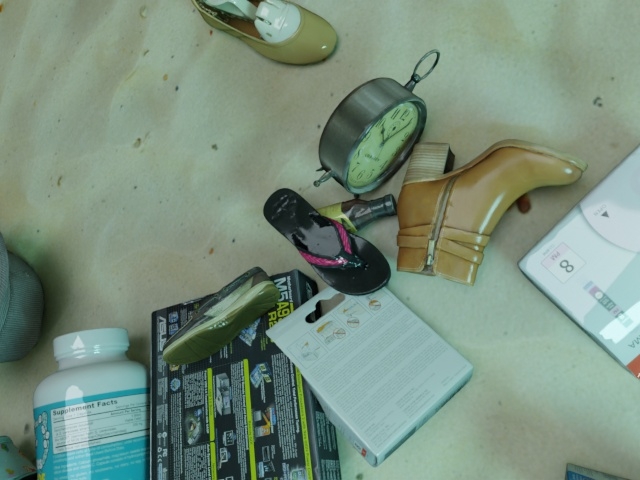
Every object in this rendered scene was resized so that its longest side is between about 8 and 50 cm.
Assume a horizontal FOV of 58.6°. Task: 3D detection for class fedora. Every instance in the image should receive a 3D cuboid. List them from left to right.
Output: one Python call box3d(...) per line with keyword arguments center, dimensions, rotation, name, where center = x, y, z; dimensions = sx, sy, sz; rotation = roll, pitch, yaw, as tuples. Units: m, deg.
box3d(center=(-0.501, 0.098, 0.844), dimensions=(0.275, 0.124, 0.244), rotation=(37, 93, 33), name="fedora")

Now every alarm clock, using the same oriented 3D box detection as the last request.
box3d(center=(0.069, -0.134, 0.643), dimensions=(0.064, 0.129, 0.192), rotation=(47, 108, 23), name="alarm clock")

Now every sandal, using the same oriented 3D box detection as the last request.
box3d(center=(0.000, 0.000, 0.651), dimensions=(0.179, 0.040, 0.067), rotation=(38, 86, 19), name="sandal")

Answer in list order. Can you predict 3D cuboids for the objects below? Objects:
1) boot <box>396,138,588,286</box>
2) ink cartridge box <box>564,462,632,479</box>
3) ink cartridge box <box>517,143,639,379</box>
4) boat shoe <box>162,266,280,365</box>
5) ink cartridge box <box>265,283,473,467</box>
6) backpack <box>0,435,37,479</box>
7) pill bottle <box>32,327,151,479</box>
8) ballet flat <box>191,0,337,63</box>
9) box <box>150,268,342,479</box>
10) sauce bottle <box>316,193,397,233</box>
box3d(center=(0.175, -0.026, 0.615), dimensions=(0.197, 0.073, 0.153), rotation=(5, 81, 36), name="boot")
box3d(center=(0.282, 0.247, 0.507), dimensions=(0.122, 0.088, 0.052), rotation=(7, 83, 24), name="ink cartridge box")
box3d(center=(0.341, 0.039, 0.542), dimensions=(0.189, 0.066, 0.232), rotation=(-46, 63, 9), name="ink cartridge box")
box3d(center=(-0.117, 0.087, 0.656), dimensions=(0.152, 0.056, 0.049), rotation=(-33, 53, -1), name="boat shoe")
box3d(center=(0.049, 0.128, 0.619), dimensions=(0.145, 0.045, 0.179), rotation=(-34, 56, -23), name="ink cartridge box")
box3d(center=(-0.490, 0.351, 0.770), dimensions=(0.188, 0.166, 0.144), rotation=(-43, 77, 8), name="backpack")
box3d(center=(-0.274, 0.248, 0.710), dimensions=(0.146, 0.146, 0.264), rotation=(-17, 73, 19), name="pill bottle")
box3d(center=(-0.087, -0.300, 0.774), dimensions=(0.232, 0.073, 0.080), rotation=(25, 91, 24), name="ballet flat")
box3d(center=(-0.095, 0.190, 0.667), dimensions=(0.216, 0.060, 0.270), rotation=(-18, 63, 18), name="box")
box3d(center=(0.029, -0.027, 0.690), dimensions=(0.128, 0.042, 0.042), rotation=(-16, 74, 21), name="sauce bottle")
